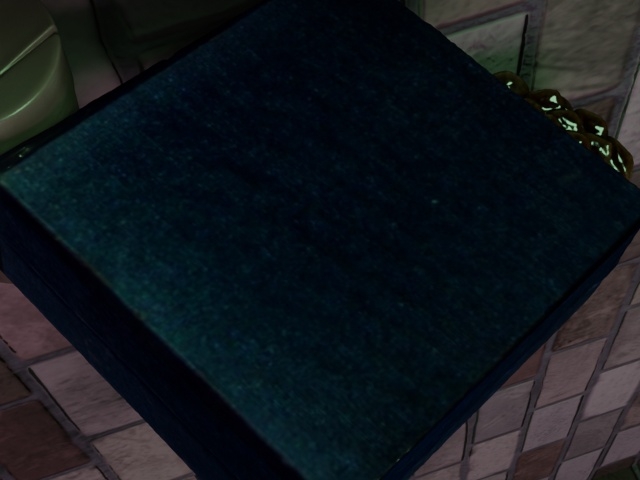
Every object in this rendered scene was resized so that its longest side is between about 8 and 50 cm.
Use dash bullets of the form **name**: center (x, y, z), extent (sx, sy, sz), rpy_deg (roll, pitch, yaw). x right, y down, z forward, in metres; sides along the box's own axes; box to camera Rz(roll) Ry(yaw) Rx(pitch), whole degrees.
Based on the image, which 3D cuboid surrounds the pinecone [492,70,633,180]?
- **pinecone**: center (0.145, -0.026, 0.872), extent (0.208, 0.207, 0.208), rpy_deg (-16, 152, -9)

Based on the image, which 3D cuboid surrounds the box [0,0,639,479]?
- **box**: center (0.000, 0.000, 0.636), extent (0.279, 0.261, 0.116), rpy_deg (-37, 162, -30)

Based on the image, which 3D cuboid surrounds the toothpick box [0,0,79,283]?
- **toothpick box**: center (-0.198, -0.060, 0.663), extent (0.111, 0.111, 0.180), rpy_deg (-15, 153, -10)
